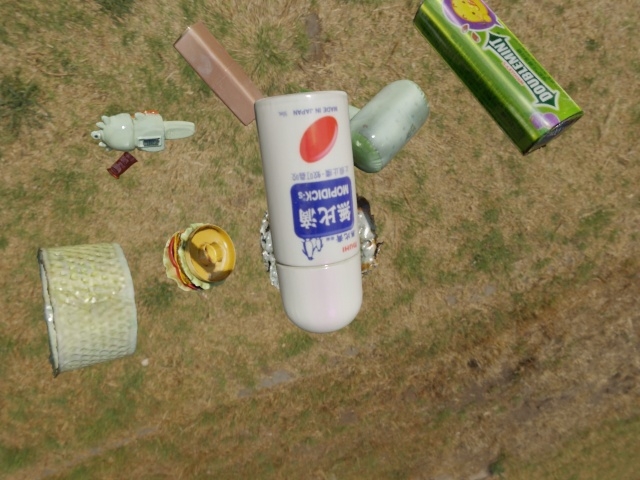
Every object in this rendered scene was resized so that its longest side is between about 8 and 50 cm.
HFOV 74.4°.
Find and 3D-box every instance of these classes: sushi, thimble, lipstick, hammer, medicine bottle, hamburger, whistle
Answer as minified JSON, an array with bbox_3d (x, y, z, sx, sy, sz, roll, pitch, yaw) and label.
[{"bbox_3d":[-0.002,0.004,1.363,0.416,0.176,0.419,0,94,-4],"label":"sushi"},{"bbox_3d":[-0.496,0.138,0.891,0.149,0.270,0.271,-7,118,-36],"label":"thimble"},{"bbox_3d":[-0.141,-0.239,0.614,0.045,0.045,0.145,-28,116,32],"label":"lipstick"},{"bbox_3d":[0.056,-0.284,0.929,0.206,0.335,0.119,-47,145,-16],"label":"hammer"},{"bbox_3d":[-0.010,-0.030,0.609,0.130,0.130,0.342,-7,105,-5],"label":"medicine bottle"},{"bbox_3d":[-0.497,0.071,1.690,0.212,0.275,0.275,-15,119,33],"label":"hamburger"},{"bbox_3d":[-0.453,-0.283,1.090,0.253,0.101,0.106,-12,84,-27],"label":"whistle"}]

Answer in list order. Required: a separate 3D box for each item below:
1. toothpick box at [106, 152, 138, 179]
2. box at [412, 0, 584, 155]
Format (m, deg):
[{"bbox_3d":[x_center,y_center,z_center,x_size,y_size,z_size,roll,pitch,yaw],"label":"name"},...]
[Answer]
[{"bbox_3d":[-0.583,-0.220,1.237,0.047,0.047,0.083,45,78,-22],"label":"toothpick box"},{"bbox_3d":[0.327,-0.324,0.785,0.134,0.097,0.346,-27,76,-24],"label":"box"}]
